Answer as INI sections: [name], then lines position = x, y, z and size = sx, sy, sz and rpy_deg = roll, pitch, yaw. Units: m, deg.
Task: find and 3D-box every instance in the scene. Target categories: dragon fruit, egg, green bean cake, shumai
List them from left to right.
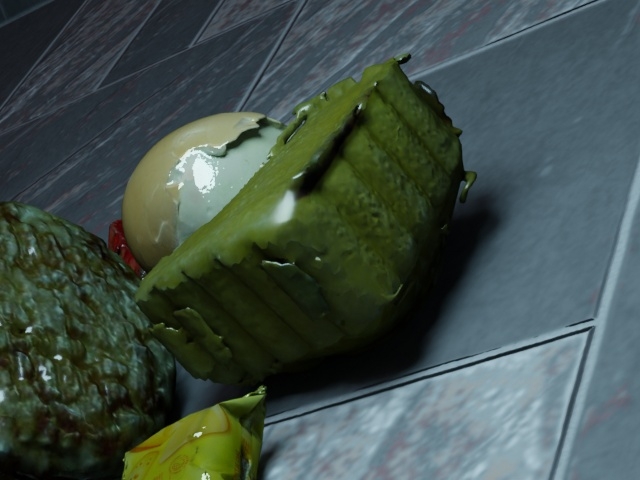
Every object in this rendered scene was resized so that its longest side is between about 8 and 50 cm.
[shumai]
position = -0.378, 0.174, 1.791
size = 0.348, 0.395, 0.395
rpy_deg = -50, 15, 28
[dragon fruit]
position = -0.189, 0.060, 2.043
size = 0.192, 0.122, 0.092
rpy_deg = -121, 47, -64
[egg]
position = -0.113, -0.033, 1.917
size = 0.244, 0.201, 0.201
rpy_deg = -15, 30, 45
[green bean cake]
position = 0.000, 0.000, 1.730
size = 0.285, 0.202, 0.310
rpy_deg = -26, 21, 47

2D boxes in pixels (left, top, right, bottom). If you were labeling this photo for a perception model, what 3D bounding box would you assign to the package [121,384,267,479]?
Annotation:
[package]
position = -0.119, 0.226, 1.558
size = 0.168, 0.090, 0.226
rpy_deg = -30, 26, 17
